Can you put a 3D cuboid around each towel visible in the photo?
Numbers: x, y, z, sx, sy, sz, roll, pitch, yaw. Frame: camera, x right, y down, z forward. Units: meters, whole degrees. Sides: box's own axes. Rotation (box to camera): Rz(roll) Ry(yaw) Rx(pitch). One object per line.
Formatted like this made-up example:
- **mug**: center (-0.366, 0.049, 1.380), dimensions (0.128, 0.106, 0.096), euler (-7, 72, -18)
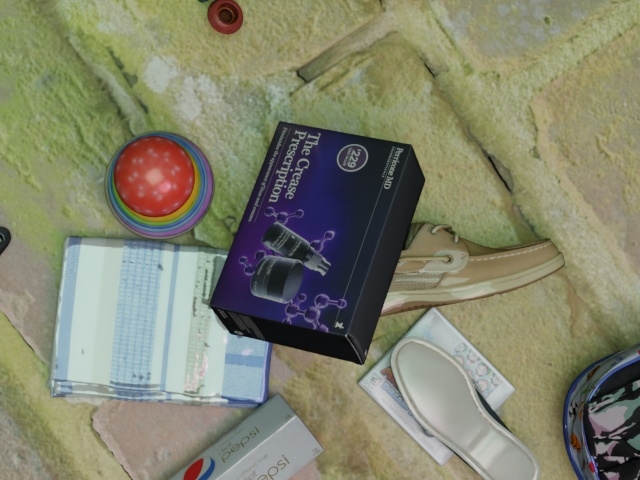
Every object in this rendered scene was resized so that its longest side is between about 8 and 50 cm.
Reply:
- **towel**: center (-0.201, 0.106, 1.892), dimensions (0.285, 0.034, 0.209), euler (5, 88, -6)

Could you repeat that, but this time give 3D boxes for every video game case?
- **video game case**: center (0.152, 0.190, 1.933), dimensions (0.157, 0.019, 0.143), euler (45, 85, -3)

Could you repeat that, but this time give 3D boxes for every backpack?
- **backpack**: center (0.442, 0.234, 1.869), dimensions (0.263, 0.213, 0.276), euler (-17, 85, -14)

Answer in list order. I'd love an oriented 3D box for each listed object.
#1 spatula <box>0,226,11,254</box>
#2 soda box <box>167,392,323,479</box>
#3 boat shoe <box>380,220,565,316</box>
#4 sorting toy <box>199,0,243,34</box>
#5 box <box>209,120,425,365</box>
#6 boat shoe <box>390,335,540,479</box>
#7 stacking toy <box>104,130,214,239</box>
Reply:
- **spatula**: center (-0.491, 0.100, 1.863), dimensions (0.084, 0.030, 0.296), euler (40, 85, -5)
- **soda box**: center (-0.108, 0.295, 1.869), dimensions (0.216, 0.069, 0.074), euler (-38, 121, -6)
- **boat shoe**: center (0.140, 0.029, 1.883), dimensions (0.341, 0.121, 0.110), euler (-11, 89, -4)
- **sorting toy**: center (-0.128, -0.313, 1.906), dimensions (0.061, 0.042, 0.102), euler (12, 76, -21)
- **box**: center (0.000, 0.000, 1.812), dimensions (0.184, 0.103, 0.261), euler (12, 68, 18)
- **boat shoe**: center (0.179, 0.223, 1.887), dimensions (0.254, 0.079, 0.095), euler (42, 82, -7)
- **stacking toy**: center (-0.190, -0.074, 1.746), dimensions (0.141, 0.330, 0.141), euler (0, 89, -6)
